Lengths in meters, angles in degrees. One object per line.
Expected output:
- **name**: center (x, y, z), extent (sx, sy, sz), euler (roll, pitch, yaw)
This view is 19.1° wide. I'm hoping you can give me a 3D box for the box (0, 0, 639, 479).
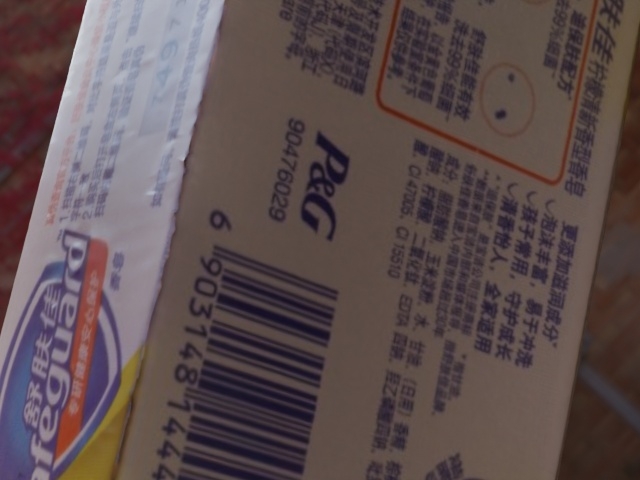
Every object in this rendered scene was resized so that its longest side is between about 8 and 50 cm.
- **box**: center (0.000, 0.000, 0.600), extent (0.097, 0.168, 0.265), euler (-5, 70, 52)
